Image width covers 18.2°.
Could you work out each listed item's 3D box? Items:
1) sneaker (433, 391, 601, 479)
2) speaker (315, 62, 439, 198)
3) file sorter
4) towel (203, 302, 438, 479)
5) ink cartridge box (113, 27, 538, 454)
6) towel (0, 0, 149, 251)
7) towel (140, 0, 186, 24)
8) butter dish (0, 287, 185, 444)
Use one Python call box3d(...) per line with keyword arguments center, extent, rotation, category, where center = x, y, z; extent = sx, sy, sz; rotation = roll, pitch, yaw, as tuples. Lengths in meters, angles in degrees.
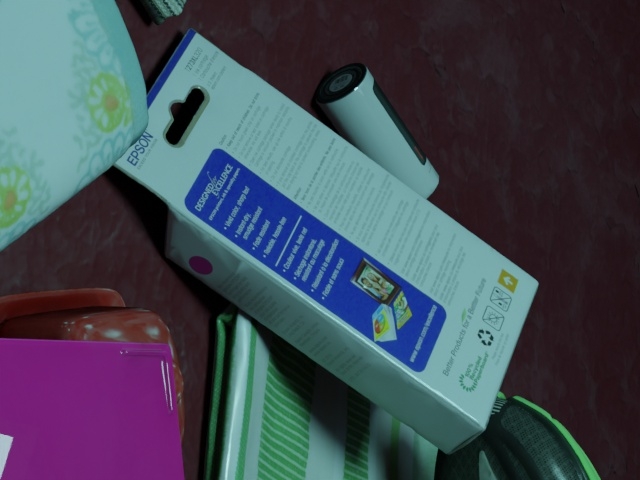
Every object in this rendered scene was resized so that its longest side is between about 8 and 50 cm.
box3d(center=(0.116, 0.353, 1.599), extent=(0.202, 0.185, 0.483), rotation=(24, 70, -47), category="sneaker")
box3d(center=(0.052, -0.092, 1.797), extent=(0.136, 0.055, 0.055), rotation=(54, 41, -29), category="speaker")
box3d(center=(-0.210, 0.219, 1.228), extent=(0.202, 0.182, 0.291), rotation=(6, 74, -52), category="file sorter")
box3d(center=(0.016, 0.200, 1.673), extent=(0.325, 0.038, 0.248), rotation=(28, 57, -47), category="towel")
box3d(center=(0.000, 0.000, 1.619), extent=(0.371, 0.069, 0.176), rotation=(37, 46, -12), category="ink cartridge box")
box3d(center=(-0.284, -0.166, 1.330), extent=(0.320, 0.090, 0.374), rotation=(-42, 114, -48), category="towel")
box3d(center=(-0.130, -0.383, 1.633), extent=(0.312, 0.056, 0.324), rotation=(59, 39, -25), category="towel")
box3d(center=(-0.147, 0.107, 1.404), extent=(0.160, 0.118, 0.160), rotation=(-3, 82, -54), category="butter dish")
